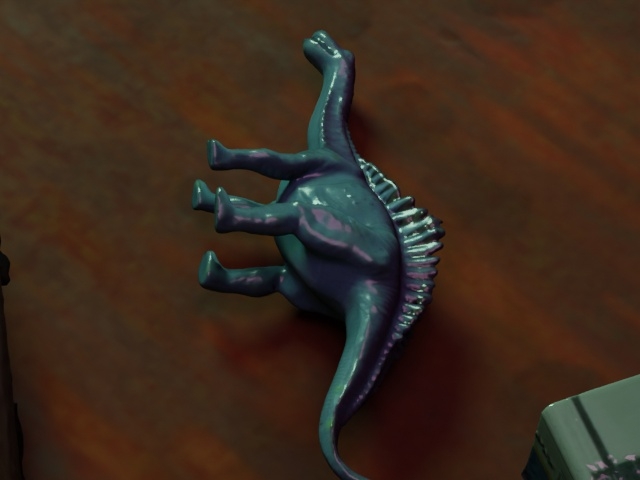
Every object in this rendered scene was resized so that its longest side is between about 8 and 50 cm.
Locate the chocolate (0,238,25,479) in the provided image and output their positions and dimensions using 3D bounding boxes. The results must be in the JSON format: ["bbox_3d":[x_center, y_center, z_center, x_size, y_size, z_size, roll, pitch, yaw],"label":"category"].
[{"bbox_3d":[-0.165,0.034,0.536,0.161,0.083,0.261,-13,67,-10],"label":"chocolate"}]

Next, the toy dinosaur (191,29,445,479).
[{"bbox_3d":[0.000,0.000,0.622,0.080,0.045,0.197,4,50,-15],"label":"toy dinosaur"}]

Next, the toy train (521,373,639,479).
[{"bbox_3d":[0.127,0.146,0.525,0.052,0.051,0.234,-17,57,-11],"label":"toy train"}]
